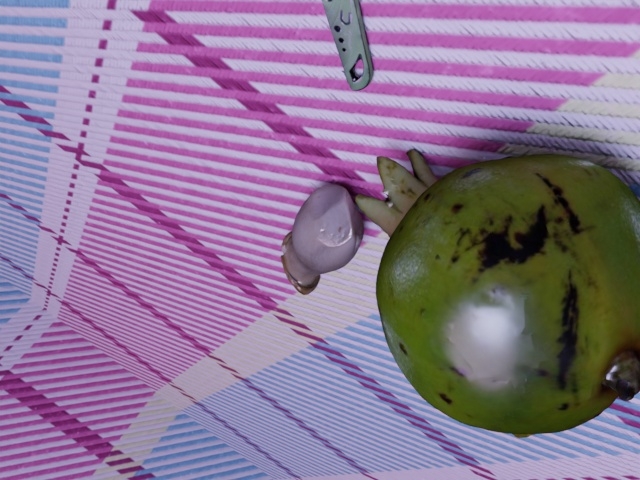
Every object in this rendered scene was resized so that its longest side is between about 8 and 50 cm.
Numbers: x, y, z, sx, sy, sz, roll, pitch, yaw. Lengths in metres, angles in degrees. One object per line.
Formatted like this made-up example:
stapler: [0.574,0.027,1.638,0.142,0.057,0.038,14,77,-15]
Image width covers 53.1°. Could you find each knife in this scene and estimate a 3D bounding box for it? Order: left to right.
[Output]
knife: [0.006,-0.257,0.572,0.043,0.019,0.293,11,142,30]

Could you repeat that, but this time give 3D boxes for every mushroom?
mushroom: [-0.001,0.001,0.859,0.097,0.088,0.212,45,155,2]

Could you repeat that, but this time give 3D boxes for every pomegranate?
pomegranate: [0.161,0.025,0.609,0.341,0.261,0.260,44,157,34]
